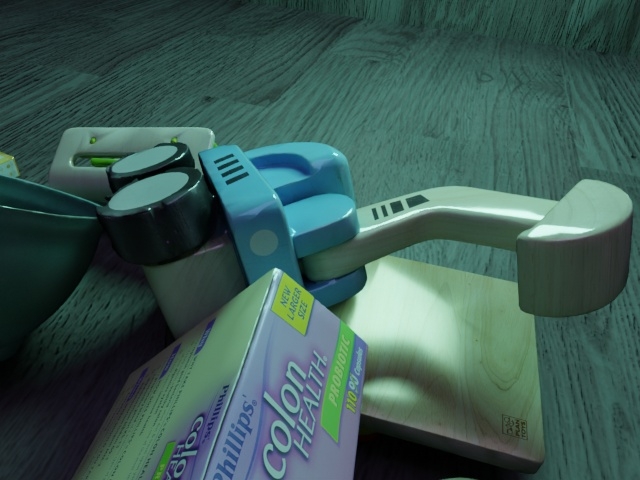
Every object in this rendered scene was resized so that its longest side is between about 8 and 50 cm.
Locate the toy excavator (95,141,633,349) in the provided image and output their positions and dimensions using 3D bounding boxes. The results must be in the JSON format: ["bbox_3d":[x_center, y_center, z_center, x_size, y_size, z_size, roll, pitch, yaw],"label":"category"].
[{"bbox_3d":[0.017,-0.012,0.565,0.444,0.223,0.433,-21,28,-12],"label":"toy excavator"}]

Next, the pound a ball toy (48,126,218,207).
[{"bbox_3d":[-0.244,-0.078,0.844,0.318,0.208,0.136,4,73,16],"label":"pound a ball toy"}]

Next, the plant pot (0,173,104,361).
[{"bbox_3d":[-0.419,0.025,0.585,0.292,0.197,0.293,17,4,-1],"label":"plant pot"}]

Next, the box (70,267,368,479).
[{"bbox_3d":[-0.095,0.179,0.412,0.117,0.243,0.214,42,33,-19],"label":"box"}]

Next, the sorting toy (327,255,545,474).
[{"bbox_3d":[0.117,0.141,0.616,0.255,0.090,0.257,12,38,11],"label":"sorting toy"}]

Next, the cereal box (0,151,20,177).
[{"bbox_3d":[-0.694,-0.103,0.893,0.172,0.048,0.240,20,41,21],"label":"cereal box"}]

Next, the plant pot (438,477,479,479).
[{"bbox_3d":[0.119,0.302,0.265,0.322,0.324,0.280,-12,24,-21],"label":"plant pot"}]
